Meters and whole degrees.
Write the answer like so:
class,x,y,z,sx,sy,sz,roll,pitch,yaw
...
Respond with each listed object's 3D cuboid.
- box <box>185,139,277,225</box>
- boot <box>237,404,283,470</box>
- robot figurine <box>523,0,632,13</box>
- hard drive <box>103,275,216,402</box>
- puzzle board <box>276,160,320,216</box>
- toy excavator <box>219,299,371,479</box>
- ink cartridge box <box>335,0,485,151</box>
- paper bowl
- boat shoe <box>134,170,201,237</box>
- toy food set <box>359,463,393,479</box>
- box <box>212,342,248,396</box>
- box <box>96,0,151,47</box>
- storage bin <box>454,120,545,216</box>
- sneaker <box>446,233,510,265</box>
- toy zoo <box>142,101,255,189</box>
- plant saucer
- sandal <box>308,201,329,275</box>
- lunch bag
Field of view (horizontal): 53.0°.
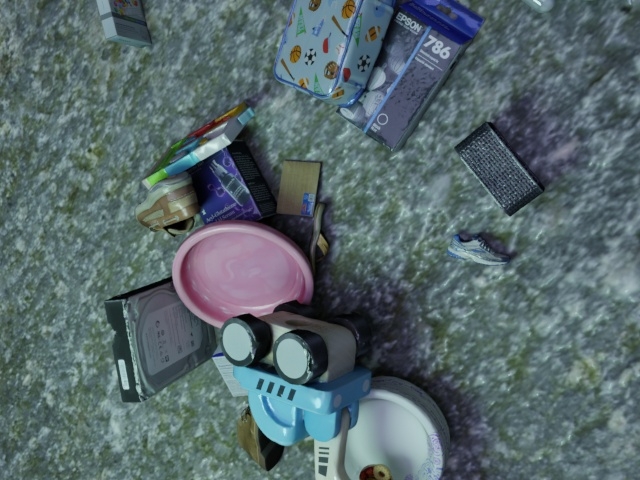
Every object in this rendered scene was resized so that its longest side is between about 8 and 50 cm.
class,x,y,z,sx,sy,sz,roll,pitch,yaw
box,-0.219,-0.117,1.547,0.153,0.108,0.207,-30,88,23
boot,-0.160,0.441,1.582,0.115,0.112,0.305,24,130,26
robot figurine,0.451,-0.574,1.163,0.353,0.200,0.300,37,120,12
hard drive,-0.368,0.215,1.535,0.064,0.339,0.237,-6,96,20
puzzle board,-0.052,-0.123,1.519,0.096,0.011,0.128,7,87,22
toy excavator,0.003,0.385,1.354,0.433,0.222,0.445,10,102,34
ink cartridge box,0.187,-0.371,1.374,0.165,0.065,0.332,36,109,13
paper bowl,0.155,0.452,1.474,0.284,0.148,0.284,4,101,20
boat shoe,-0.361,-0.060,1.533,0.116,0.123,0.324,61,157,0
toy food set,0.124,0.532,1.408,0.083,0.020,0.082,-18,92,23
box,-0.180,0.312,1.598,0.126,0.072,0.137,-10,118,22
box,-0.486,-0.573,1.557,0.038,0.145,0.186,-13,93,20
storage bin,0.366,-0.147,1.308,0.084,0.122,0.180,-39,84,22
sneaker,0.343,0.019,1.384,0.135,0.052,0.058,14,99,18
toy zoo,-0.272,-0.234,1.508,0.293,0.192,0.030,-25,116,22
plant saucer,-0.178,0.078,1.516,0.332,0.084,0.332,3,128,4
sandal,0.000,0.000,1.511,0.049,0.072,0.180,9,98,-2
lunch bag,0.024,-0.456,1.372,0.243,0.115,0.303,34,110,41
